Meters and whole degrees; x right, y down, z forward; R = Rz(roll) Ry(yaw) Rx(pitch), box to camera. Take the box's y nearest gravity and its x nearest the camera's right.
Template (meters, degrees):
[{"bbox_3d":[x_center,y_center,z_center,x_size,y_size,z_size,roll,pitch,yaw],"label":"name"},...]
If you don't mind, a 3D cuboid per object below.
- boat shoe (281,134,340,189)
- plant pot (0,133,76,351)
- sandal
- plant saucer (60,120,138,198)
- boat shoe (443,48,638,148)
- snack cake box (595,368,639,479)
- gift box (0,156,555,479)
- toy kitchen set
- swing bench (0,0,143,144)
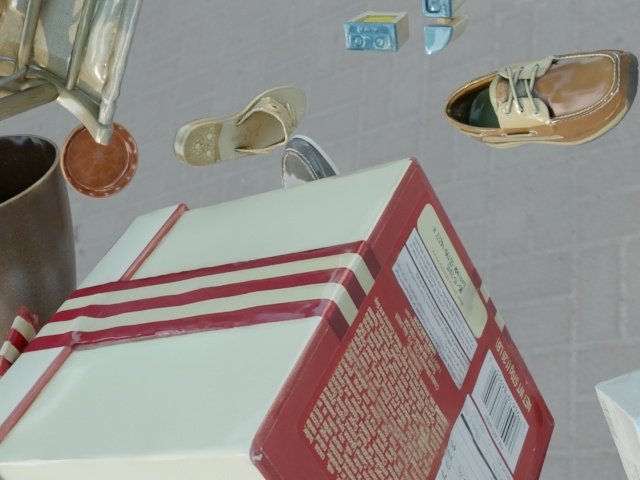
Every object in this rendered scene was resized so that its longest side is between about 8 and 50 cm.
[{"bbox_3d":[0.000,0.000,1.540,0.112,0.335,0.095,15,45,43],"label":"boat shoe"},{"bbox_3d":[-0.377,0.025,1.174,0.215,0.230,0.215,-10,31,6],"label":"plant pot"},{"bbox_3d":[-0.081,-0.144,1.334,0.079,0.240,0.088,23,125,39],"label":"sandal"},{"bbox_3d":[-0.230,-0.086,1.029,0.013,0.083,0.084,25,90,53],"label":"plant saucer"},{"bbox_3d":[0.289,-0.190,1.361,0.324,0.119,0.123,-12,73,61],"label":"boat shoe"},{"bbox_3d":[0.312,0.233,0.770,0.089,0.152,0.264,-20,90,4],"label":"snack cake box"},{"bbox_3d":[-0.028,0.116,0.600,0.258,0.255,0.276,-11,27,34],"label":"gift box"},{"bbox_3d":[0.098,-0.354,1.333,0.166,0.122,0.207,9,120,29],"label":"toy kitchen set"},{"bbox_3d":[-0.279,-0.211,0.796,0.165,0.254,0.253,43,127,27],"label":"swing bench"}]
